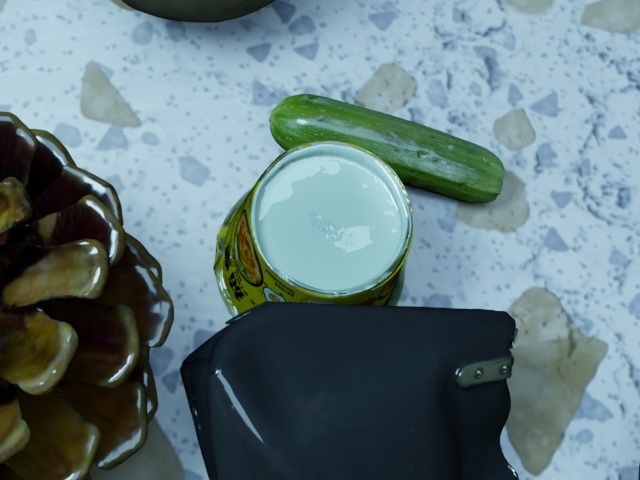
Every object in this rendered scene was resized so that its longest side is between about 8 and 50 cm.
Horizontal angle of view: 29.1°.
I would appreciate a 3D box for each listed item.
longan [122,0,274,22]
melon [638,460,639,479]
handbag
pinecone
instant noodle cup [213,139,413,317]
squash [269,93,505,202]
[{"bbox_3d":[-0.099,-0.362,1.128,0.288,0.288,0.350,14,60,-4],"label":"longan"},{"bbox_3d":[0.421,0.218,1.028,0.302,0.237,0.237,18,71,-2],"label":"melon"},{"bbox_3d":[0.049,0.205,1.014,0.288,0.152,0.342,-11,95,-18],"label":"handbag"},{"bbox_3d":[-0.277,0.047,0.919,0.384,0.384,0.384,2,72,-7],"label":"pinecone"},{"bbox_3d":[0.000,0.000,1.086,0.182,0.144,0.182,2,73,-7],"label":"instant noodle cup"},{"bbox_3d":[0.063,-0.087,1.165,0.229,0.066,0.066,16,71,-5],"label":"squash"}]
